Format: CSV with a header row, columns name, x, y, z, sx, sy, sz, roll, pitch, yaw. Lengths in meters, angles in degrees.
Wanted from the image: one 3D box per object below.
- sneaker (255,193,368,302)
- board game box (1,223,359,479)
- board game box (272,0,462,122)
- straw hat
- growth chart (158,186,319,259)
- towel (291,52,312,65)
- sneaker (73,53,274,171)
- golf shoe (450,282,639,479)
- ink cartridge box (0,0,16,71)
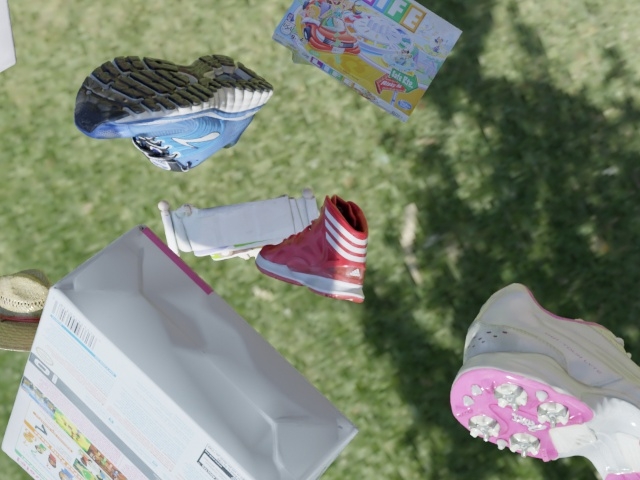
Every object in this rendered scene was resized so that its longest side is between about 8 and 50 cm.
name,x,y,z,sx,sy,sz,roll,pitch,yaw
sneaker,0.000,0.000,1.919,0.221,0.087,0.128,18,95,52
board game box,-0.124,0.155,1.152,0.224,0.097,0.303,44,145,8
board game box,0.045,-0.199,1.424,0.154,0.103,0.026,32,168,-1
straw hat,-0.298,0.061,1.487,0.144,0.144,0.061,19,109,44
growth chart,-0.111,-0.018,2.101,0.172,0.237,0.021,98,163,-58
towel,0.002,-0.221,1.550,0.060,0.009,0.083,10,112,11
sneaker,-0.190,-0.147,1.881,0.129,0.330,0.147,36,115,26
golf shoe,0.254,0.136,1.232,0.306,0.140,0.115,28,135,-17
ink cartridge box,-0.369,-0.150,1.064,0.117,0.278,0.201,52,161,13
